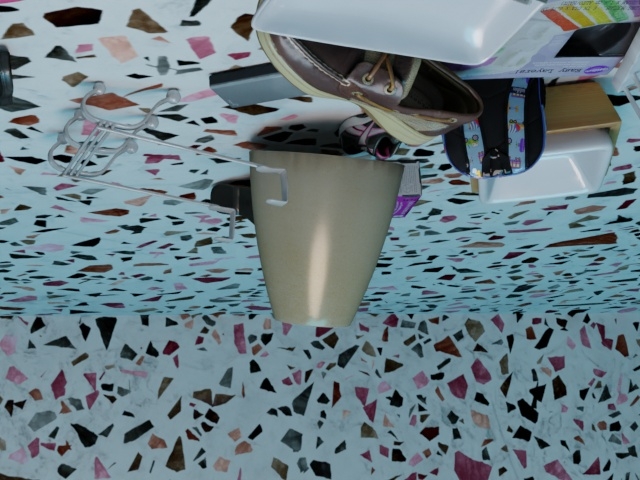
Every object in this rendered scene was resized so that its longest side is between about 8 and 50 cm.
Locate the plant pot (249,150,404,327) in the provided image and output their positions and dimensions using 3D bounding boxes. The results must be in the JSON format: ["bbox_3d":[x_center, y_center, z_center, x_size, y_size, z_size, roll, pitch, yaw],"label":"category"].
[{"bbox_3d":[0.000,0.000,1.870,0.257,0.274,0.256,5,-179,0],"label":"plant pot"}]

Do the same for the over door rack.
[{"bbox_3d":[-0.228,-0.124,1.721,0.324,0.108,0.239,23,157,-18],"label":"over door rack"}]

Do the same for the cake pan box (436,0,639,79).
[{"bbox_3d":[0.281,-0.274,1.408,0.267,0.070,0.246,-2,168,-9],"label":"cake pan box"}]

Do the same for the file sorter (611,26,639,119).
[{"bbox_3d":[0.499,-0.205,1.382,0.193,0.173,0.277,-26,170,1],"label":"file sorter"}]

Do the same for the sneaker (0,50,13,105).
[{"bbox_3d":[-0.453,-0.204,1.501,0.089,0.051,0.170,-5,170,-16],"label":"sneaker"}]

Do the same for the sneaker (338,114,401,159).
[{"bbox_3d":[0.084,-0.160,1.788,0.072,0.077,0.178,3,165,-24],"label":"sneaker"}]

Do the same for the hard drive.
[{"bbox_3d":[-0.078,-0.221,1.605,0.135,0.022,0.094,-8,166,15],"label":"hard drive"}]

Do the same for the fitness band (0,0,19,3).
[{"bbox_3d":[-0.316,-0.306,1.122,0.291,0.054,0.209,-12,164,34],"label":"fitness band"}]

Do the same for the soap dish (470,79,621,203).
[{"bbox_3d":[0.349,-0.152,1.815,0.229,0.118,0.291,-6,166,8],"label":"soap dish"}]

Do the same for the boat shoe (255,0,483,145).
[{"bbox_3d":[0.071,-0.216,1.370,0.123,0.123,0.342,-6,154,44],"label":"boat shoe"}]

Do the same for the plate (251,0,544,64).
[{"bbox_3d":[0.108,-0.269,1.062,0.278,0.045,0.277,4,153,-27],"label":"plate"}]

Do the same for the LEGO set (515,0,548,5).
[{"bbox_3d":[0.225,-0.311,0.952,0.244,0.182,0.060,-26,-150,-6],"label":"LEGO set"}]

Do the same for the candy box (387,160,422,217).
[{"bbox_3d":[0.056,-0.088,2.087,0.233,0.071,0.159,-2,167,-8],"label":"candy box"}]

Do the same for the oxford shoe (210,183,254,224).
[{"bbox_3d":[-0.101,-0.065,2.058,0.212,0.076,0.076,22,-161,38],"label":"oxford shoe"}]

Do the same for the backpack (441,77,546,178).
[{"bbox_3d":[0.246,-0.164,1.620,0.158,0.173,0.117,-7,166,8],"label":"backpack"}]
